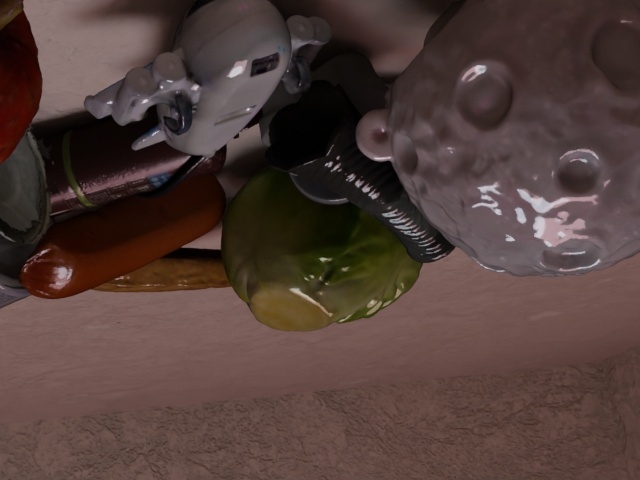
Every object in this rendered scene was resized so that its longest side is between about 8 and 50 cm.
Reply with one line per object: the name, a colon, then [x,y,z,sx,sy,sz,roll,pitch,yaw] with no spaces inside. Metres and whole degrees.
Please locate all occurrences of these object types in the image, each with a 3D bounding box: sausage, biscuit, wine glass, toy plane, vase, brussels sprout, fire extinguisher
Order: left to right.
wine glass: [-0.484,-0.038,1.344,0.356,0.191,0.190,-17,162,12]
sausage: [-0.239,-0.010,1.561,0.348,0.094,0.097,-31,160,-50]
fire extinguisher: [-0.222,-0.102,1.450,0.341,0.105,0.141,-15,-158,8]
biscuit: [-0.256,0.041,1.775,0.312,0.057,0.351,2,-178,32]
toy plane: [-0.112,-0.168,1.250,0.266,0.123,0.267,-27,173,-3]
brussels sprout: [0.001,-0.001,1.653,0.259,0.294,0.227,-1,132,31]
vase: [0.057,-0.062,1.318,0.115,0.116,0.237,-21,138,32]

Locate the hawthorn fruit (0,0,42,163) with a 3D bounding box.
hawthorn fruit: [-0.361,-0.134,1.010,0.261,0.258,0.258,-21,167,-16]

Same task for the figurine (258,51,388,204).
figurine: [0.021,-0.131,1.440,0.176,0.133,0.236,-21,166,0]

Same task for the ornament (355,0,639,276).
ornament: [0.235,-0.122,1.207,0.337,0.337,0.337,-10,163,-3]

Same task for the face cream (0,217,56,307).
face cream: [-0.435,0.005,1.527,0.152,0.177,0.177,-22,160,27]
